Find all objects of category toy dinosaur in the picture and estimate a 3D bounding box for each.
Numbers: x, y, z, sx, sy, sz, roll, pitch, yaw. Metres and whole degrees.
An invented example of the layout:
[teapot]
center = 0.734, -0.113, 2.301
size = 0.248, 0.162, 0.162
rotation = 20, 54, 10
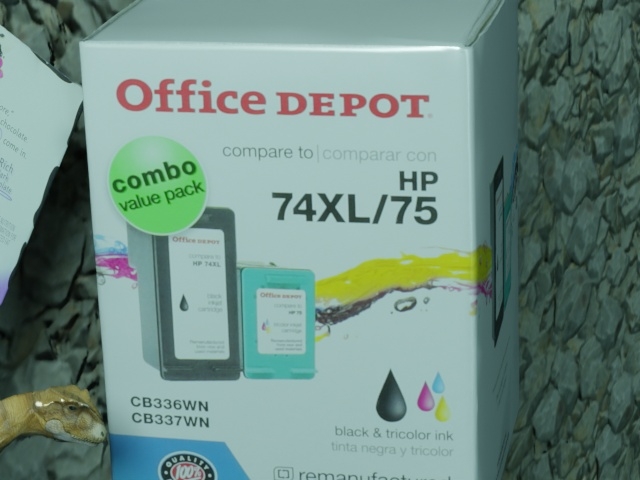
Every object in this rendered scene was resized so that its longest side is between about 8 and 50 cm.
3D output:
[toy dinosaur]
center = -0.199, 0.110, 0.841
size = 0.211, 0.064, 0.112
rotation = -16, 128, -38

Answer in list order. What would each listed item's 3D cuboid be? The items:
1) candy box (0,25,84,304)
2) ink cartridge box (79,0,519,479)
[candy box]
center = -0.211, -0.022, 0.860
size = 0.165, 0.070, 0.196
rotation = 40, 67, -53
[ink cartridge box]
center = 0.000, 0.000, 1.009
size = 0.197, 0.198, 0.270
rotation = -58, 147, -67
